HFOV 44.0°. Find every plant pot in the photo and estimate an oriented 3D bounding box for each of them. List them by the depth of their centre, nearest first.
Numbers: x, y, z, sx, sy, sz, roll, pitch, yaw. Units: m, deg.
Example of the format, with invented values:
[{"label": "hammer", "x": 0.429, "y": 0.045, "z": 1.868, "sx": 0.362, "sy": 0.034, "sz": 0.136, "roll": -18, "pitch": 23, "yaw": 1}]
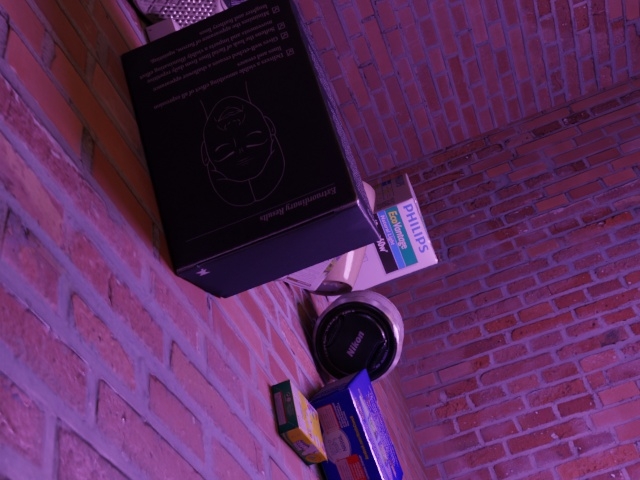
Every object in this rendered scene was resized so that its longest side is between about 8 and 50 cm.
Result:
[{"label": "plant pot", "x": 0.024, "y": 0.003, "z": 2.150, "sx": 0.256, "sy": 0.256, "sz": 0.274, "roll": 54, "pitch": 33, "yaw": -63}]

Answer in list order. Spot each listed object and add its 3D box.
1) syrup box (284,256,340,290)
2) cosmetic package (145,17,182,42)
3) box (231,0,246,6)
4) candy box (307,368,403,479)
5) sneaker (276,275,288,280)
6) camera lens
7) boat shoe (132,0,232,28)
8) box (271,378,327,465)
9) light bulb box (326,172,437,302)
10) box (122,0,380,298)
[{"label": "syrup box", "x": 0.000, "y": 0.000, "z": 1.875, "sx": 0.096, "sy": 0.237, "sz": 0.093, "roll": 19, "pitch": 34, "yaw": -25}, {"label": "cosmetic package", "x": -0.254, "y": -0.294, "z": 1.514, "sx": 0.099, "sy": 0.060, "sz": 0.239, "roll": 0, "pitch": 70, "yaw": -81}, {"label": "box", "x": -0.197, "y": -0.687, "z": 2.199, "sx": 0.313, "sy": 0.178, "sz": 0.343, "roll": 85, "pitch": -8, "yaw": -55}, {"label": "candy box", "x": 0.078, "y": 0.439, "z": 1.718, "sx": 0.317, "sy": 0.122, "sz": 0.268, "roll": 13, "pitch": 56, "yaw": -80}, {"label": "sneaker", "x": -0.079, "y": -0.001, "z": 1.779, "sx": 0.161, "sy": 0.102, "sz": 0.282, "roll": 68, "pitch": 15, "yaw": -49}, {"label": "camera lens", "x": 0.101, "y": 0.241, "z": 2.014, "sx": 0.274, "sy": 0.219, "sz": 0.220, "roll": -15, "pitch": 84, "yaw": -82}, {"label": "boat shoe", "x": -0.270, "y": -0.506, "z": 1.532, "sx": 0.500, "sy": 0.186, "sz": 0.156, "roll": 63, "pitch": 6, "yaw": -79}, {"label": "box", "x": -0.034, "y": 0.345, "z": 1.479, "sx": 0.179, "sy": 0.043, "sz": 0.105, "roll": 57, "pitch": 14, "yaw": -48}, {"label": "light bulb box", "x": 0.155, "y": -0.018, "z": 2.530, "sx": 0.358, "sy": 0.360, "sz": 0.225, "roll": -83, "pitch": 152, "yaw": -72}, {"label": "box", "x": -0.110, "y": -0.151, "z": 1.289, "sx": 0.212, "sy": 0.293, "sz": 0.396, "roll": 48, "pitch": 24, "yaw": -69}]
